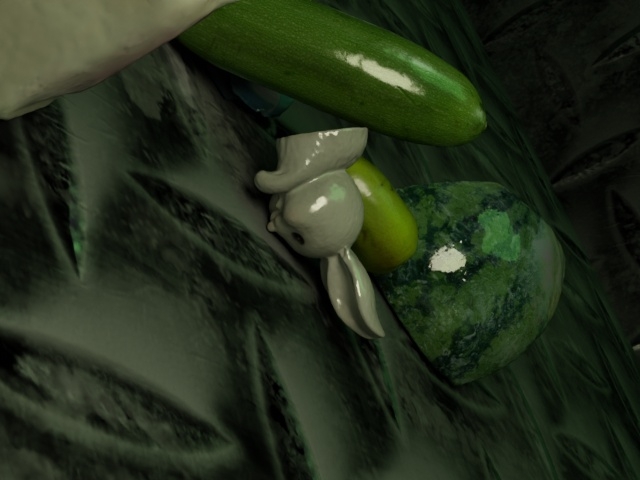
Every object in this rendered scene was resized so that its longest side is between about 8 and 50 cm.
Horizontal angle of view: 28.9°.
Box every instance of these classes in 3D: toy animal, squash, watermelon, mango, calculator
[{"bbox_3d":[-0.001,-0.002,1.287,0.104,0.131,0.220,-169,-109,-71],"label":"toy animal"},{"bbox_3d":[-0.007,-0.193,1.290,0.395,0.107,0.107,23,23,-1],"label":"squash"},{"bbox_3d":[0.186,0.038,1.548,0.176,0.260,0.255,-82,157,-83],"label":"watermelon"},{"bbox_3d":[0.048,-0.029,1.396,0.117,0.089,0.163,41,-9,49],"label":"mango"},{"bbox_3d":[-0.123,-0.268,1.420,0.293,0.051,0.173,58,19,-2],"label":"calculator"}]

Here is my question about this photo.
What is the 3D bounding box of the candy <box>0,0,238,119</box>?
[{"bbox_3d":[-0.232,-0.273,0.888,0.358,0.208,0.145,56,19,-10],"label":"candy"}]
